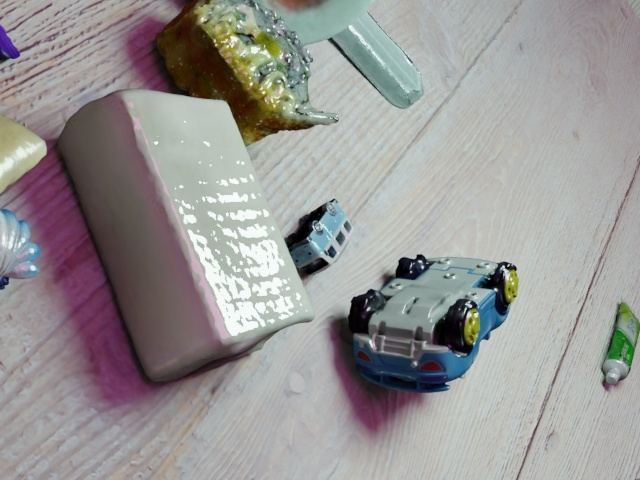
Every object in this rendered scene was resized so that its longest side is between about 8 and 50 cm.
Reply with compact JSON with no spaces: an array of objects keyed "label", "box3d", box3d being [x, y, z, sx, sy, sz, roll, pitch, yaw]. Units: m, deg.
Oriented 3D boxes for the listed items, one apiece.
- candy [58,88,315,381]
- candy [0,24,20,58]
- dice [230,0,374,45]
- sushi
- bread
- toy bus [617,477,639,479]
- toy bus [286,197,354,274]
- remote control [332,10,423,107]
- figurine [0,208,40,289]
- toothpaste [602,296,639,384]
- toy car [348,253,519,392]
[{"label":"candy","box3d":[-0.169,-0.014,1.364,0.208,0.145,0.359,-9,73,-49]},{"label":"candy","box3d":[-0.474,-0.259,1.271,0.275,0.070,0.145,-35,100,-53]},{"label":"dice","box3d":[-0.057,-0.489,1.703,0.264,0.268,0.263,14,55,-40]},{"label":"sushi","box3d":[-0.111,-0.244,1.583,0.274,0.139,0.184,55,38,1]},{"label":"bread","box3d":[-0.410,-0.088,1.191,0.139,0.060,0.178,21,39,9]},{"label":"toy bus","box3d":[0.512,0.451,1.795,0.274,0.112,0.090,4,63,-46]},{"label":"toy bus","box3d":[0.000,0.000,1.601,0.075,0.060,0.123,51,37,-13]},{"label":"remote control","box3d":[0.099,-0.344,1.944,0.247,0.052,0.104,44,42,-20]},{"label":"figurine","box3d":[-0.373,0.001,1.198,0.114,0.079,0.114,2,62,-4]},{"label":"toothpaste","box3d":[0.596,0.203,2.107,0.078,0.047,0.248,52,37,-10]},{"label":"toy car","box3d":[0.180,0.126,1.622,0.314,0.198,0.166,-35,125,-55]}]
